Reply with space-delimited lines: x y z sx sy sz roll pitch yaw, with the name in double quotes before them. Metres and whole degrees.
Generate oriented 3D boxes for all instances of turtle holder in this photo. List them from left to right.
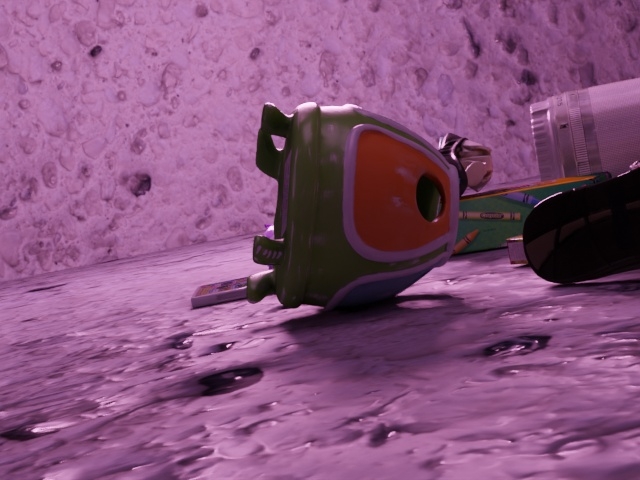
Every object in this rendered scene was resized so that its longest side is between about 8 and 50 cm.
"turtle holder" 0.032 -0.017 1.314 0.227 0.243 0.320 4 -38 -5

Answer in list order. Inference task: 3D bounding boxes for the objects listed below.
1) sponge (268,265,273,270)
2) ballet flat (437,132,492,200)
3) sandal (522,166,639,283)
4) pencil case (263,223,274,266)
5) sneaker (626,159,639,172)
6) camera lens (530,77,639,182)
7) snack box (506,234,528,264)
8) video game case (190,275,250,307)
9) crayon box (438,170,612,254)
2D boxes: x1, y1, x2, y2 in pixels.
"sponge" -0.022 0.032 1.746 0.117 0.031 0.210 3 2 -3
"ballet flat" 0.217 -0.108 1.748 0.096 0.095 0.280 0 16 17
"sandal" 0.337 -0.020 1.102 0.086 0.120 0.302 5 -7 -40
"pencil case" 0.000 0.000 1.907 0.206 0.088 0.086 -8 -16 20
"sneaker" 0.526 -0.093 1.794 0.088 0.093 0.225 -13 4 -31
"camera lens" 0.523 -0.168 1.970 0.274 0.219 0.219 -10 4 14
"snack box" 0.318 0.000 1.395 0.141 0.037 0.100 -13 6 -37
"video game case" -0.120 0.072 1.692 0.143 0.019 0.157 -11 5 -2
"crayon box" 0.300 -0.040 1.707 0.278 0.081 0.165 -9 3 22
